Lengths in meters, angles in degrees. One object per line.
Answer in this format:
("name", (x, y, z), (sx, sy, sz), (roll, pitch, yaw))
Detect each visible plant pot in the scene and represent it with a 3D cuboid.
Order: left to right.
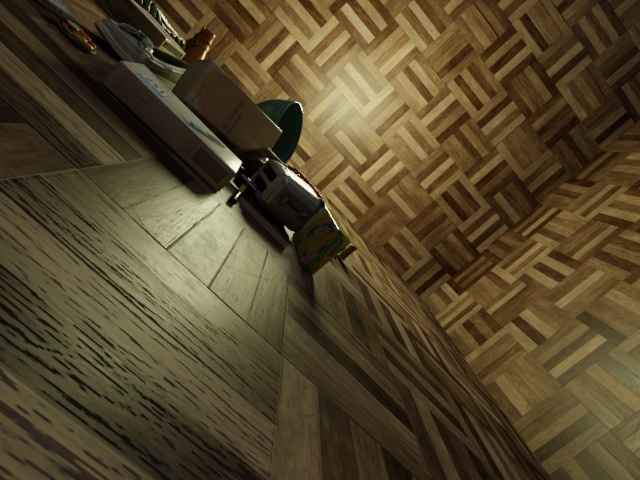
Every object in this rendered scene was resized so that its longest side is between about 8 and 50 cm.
("plant pot", (-0.228, -0.493, 1.801), (0.196, 0.293, 0.293), (23, 3, 13))

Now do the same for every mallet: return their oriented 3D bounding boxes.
("mallet", (-0.184, -0.109, 0.969), (0.062, 0.039, 0.189), (47, 13, -22))

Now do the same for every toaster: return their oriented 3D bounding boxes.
("toaster", (-0.106, -0.136, 1.152), (0.146, 0.129, 0.227), (39, 10, -35))

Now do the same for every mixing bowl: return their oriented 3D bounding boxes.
("mixing bowl", (-0.086, -0.205, 1.677), (0.181, 0.098, 0.181), (46, 7, -8))

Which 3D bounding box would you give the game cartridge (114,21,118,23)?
("game cartridge", (-0.640, -0.674, 1.313), (0.056, 0.017, 0.083), (33, 16, -46))

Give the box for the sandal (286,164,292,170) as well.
("sandal", (-0.221, -0.389, 2.019), (0.079, 0.088, 0.240), (12, -27, 43))

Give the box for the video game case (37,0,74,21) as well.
("video game case", (-0.625, -0.558, 0.821), (0.201, 0.023, 0.183), (49, 9, 11))

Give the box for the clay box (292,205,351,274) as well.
("clay box", (0.000, 0.000, 1.056), (0.053, 0.127, 0.222), (45, 9, -24))

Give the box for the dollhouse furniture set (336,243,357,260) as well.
("dollhouse furniture set", (0.072, 0.021, 1.511), (0.058, 0.076, 0.152), (52, 10, 25))

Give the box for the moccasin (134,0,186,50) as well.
("moccasin", (-0.731, -0.957, 1.755), (0.147, 0.139, 0.380), (43, 9, 14))

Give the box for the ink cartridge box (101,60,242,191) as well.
("ink cartridge box", (-0.306, -0.260, 0.922), (0.296, 0.066, 0.261), (45, 10, -18))

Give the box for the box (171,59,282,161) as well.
("box", (-0.277, -0.373, 1.220), (0.121, 0.148, 0.311), (24, -9, 43))

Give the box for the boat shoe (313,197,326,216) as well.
("boat shoe", (-0.051, -0.129, 1.493), (0.116, 0.099, 0.319), (49, 8, 8))

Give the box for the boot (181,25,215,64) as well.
("boot", (-0.582, -0.909, 1.988), (0.109, 0.220, 0.283), (38, 13, -52))

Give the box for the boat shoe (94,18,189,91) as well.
("boat shoe", (-0.466, -0.505, 1.106), (0.118, 0.103, 0.320), (50, 8, 14))

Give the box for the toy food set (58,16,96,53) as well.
("toy food set", (-0.497, -0.419, 0.836), (0.082, 0.020, 0.083), (45, 9, -18))

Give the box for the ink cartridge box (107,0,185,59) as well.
("ink cartridge box", (-0.658, -0.800, 1.562), (0.234, 0.088, 0.193), (46, 9, -5))

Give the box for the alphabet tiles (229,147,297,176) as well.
("alphabet tiles", (-0.157, -0.212, 1.274), (0.198, 0.009, 0.237), (9, -22, 40))

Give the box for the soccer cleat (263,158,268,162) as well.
("soccer cleat", (-0.210, -0.252, 1.381), (0.072, 0.060, 0.179), (31, -4, -8))
